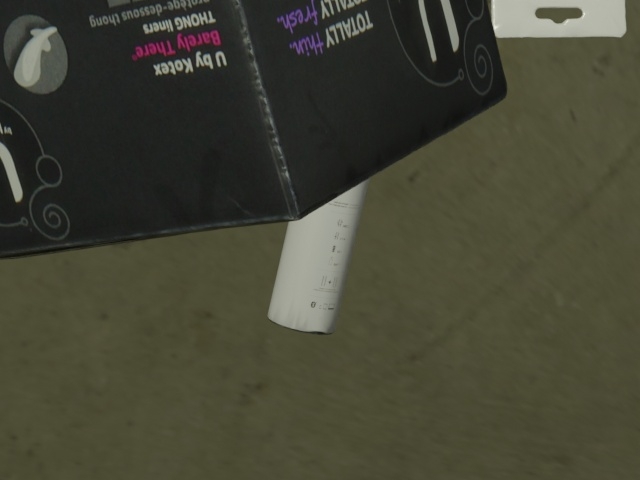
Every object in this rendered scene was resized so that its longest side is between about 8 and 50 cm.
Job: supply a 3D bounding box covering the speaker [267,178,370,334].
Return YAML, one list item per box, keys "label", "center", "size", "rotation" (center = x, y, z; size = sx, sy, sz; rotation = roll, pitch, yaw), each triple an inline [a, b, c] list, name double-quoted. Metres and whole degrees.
- label: "speaker"
  center: [0.000, 0.000, 1.496]
  size: [0.055, 0.055, 0.136]
  rotation: [16, 101, 18]

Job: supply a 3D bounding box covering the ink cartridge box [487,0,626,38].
- label: "ink cartridge box"
  center: [0.170, -0.234, 1.458]
  size: [0.104, 0.061, 0.181]
  rotation: [0, 83, -4]

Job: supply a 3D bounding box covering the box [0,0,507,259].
- label: "box"
  center: [-0.059, -0.148, 0.661]
  size: [0.143, 0.165, 0.270]
  rotation: [-7, 103, 33]
